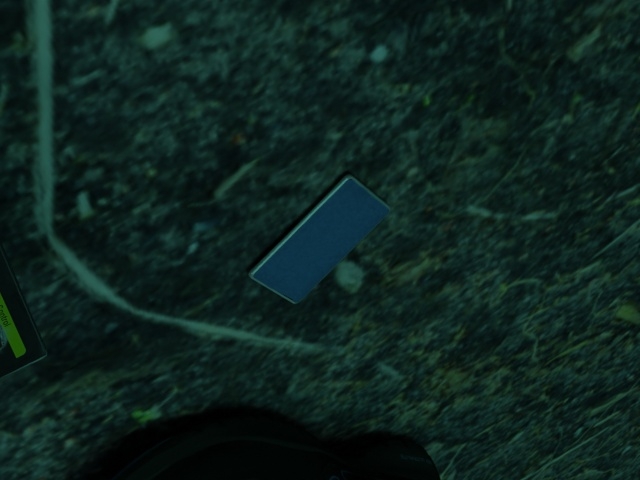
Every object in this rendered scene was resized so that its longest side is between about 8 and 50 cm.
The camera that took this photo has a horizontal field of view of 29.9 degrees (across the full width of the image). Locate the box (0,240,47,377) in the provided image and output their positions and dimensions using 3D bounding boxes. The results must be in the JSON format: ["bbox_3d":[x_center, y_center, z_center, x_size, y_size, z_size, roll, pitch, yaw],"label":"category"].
[{"bbox_3d":[-0.241,-0.004,0.445,0.216,0.060,0.270,-27,143,-16],"label":"box"}]

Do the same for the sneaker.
[{"bbox_3d":[-0.007,0.205,0.799,0.341,0.139,0.125,9,125,-44],"label":"sneaker"}]

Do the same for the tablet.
[{"bbox_3d":[0.000,0.000,0.699,0.083,0.006,0.054,-45,143,7],"label":"tablet"}]
